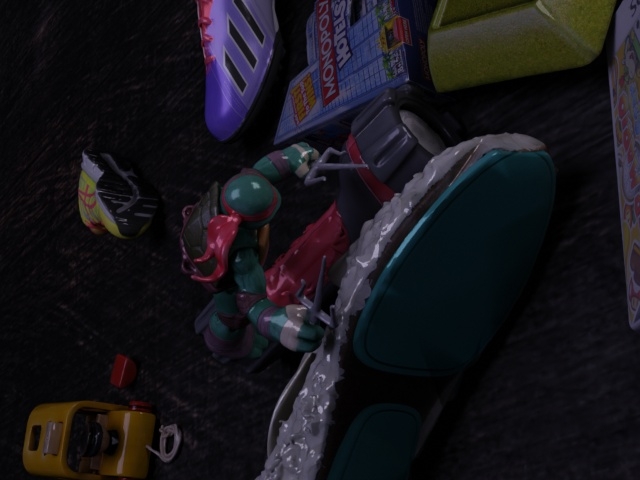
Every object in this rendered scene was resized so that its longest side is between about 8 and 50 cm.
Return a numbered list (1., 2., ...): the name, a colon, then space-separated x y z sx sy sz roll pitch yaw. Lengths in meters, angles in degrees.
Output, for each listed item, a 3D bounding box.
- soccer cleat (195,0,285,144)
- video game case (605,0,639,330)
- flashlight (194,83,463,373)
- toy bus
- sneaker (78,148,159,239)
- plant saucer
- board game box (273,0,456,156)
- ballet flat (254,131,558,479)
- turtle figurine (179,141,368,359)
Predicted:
1. soccer cleat: -0.100 -0.266 1.171 0.108 0.116 0.318 -2 75 55
2. video game case: 0.218 -0.081 0.631 0.206 0.026 0.227 99 172 -69
3. flashlight: 0.000 0.000 0.926 0.103 0.103 0.304 50 120 7
4. toy bus: -0.268 0.232 1.221 0.202 0.104 0.191 -59 37 22
5. sneaker: -0.266 -0.041 1.363 0.208 0.081 0.094 52 126 58
6. plant saucer: 0.156 -0.217 0.818 0.188 0.045 0.188 1 69 59
7. board game box: 0.029 -0.170 1.001 0.194 0.060 0.194 -35 50 42
8. ballet flat: 0.034 0.090 0.812 0.147 0.147 0.409 39 109 54
9. turtle figurine: -0.048 0.001 0.793 0.234 0.118 0.175 124 158 -63
